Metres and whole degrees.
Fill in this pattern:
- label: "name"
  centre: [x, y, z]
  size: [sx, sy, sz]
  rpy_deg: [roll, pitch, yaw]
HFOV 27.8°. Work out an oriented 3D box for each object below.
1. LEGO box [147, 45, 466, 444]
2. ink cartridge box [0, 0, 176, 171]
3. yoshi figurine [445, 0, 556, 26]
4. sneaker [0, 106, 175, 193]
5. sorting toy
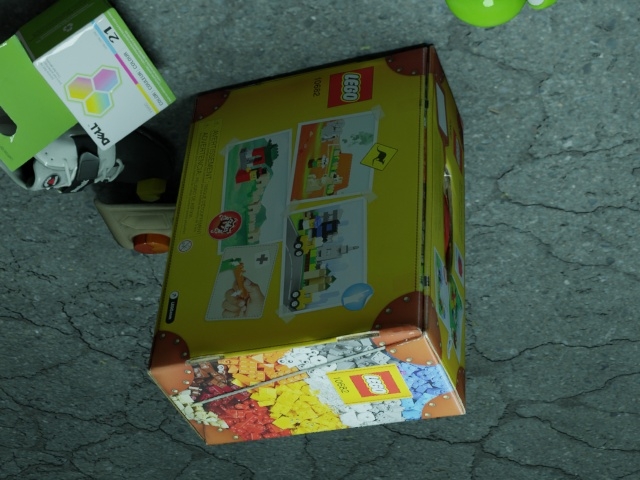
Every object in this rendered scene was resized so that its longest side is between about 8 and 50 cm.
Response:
- label: "LEGO box"
  centre: [0.000, 0.000, 1.781]
  size: [0.372, 0.500, 0.193]
  rpy_deg: [-9, 140, 18]
- label: "ink cartridge box"
  centre: [-0.359, -0.203, 1.785]
  size: [0.255, 0.097, 0.189]
  rpy_deg: [-37, 135, -3]
- label: "yoshi figurine"
  centre: [0.209, -0.380, 1.517]
  size: [0.203, 0.203, 0.362]
  rpy_deg: [-7, 147, 12]
- label: "sneaker"
  centre: [-0.384, -0.119, 1.955]
  size: [0.330, 0.146, 0.122]
  rpy_deg: [16, 139, -17]
- label: "sorting toy"
  centre: [-0.243, -0.029, 2.059]
  size: [0.229, 0.041, 0.307]
  rpy_deg: [4, 163, 3]
